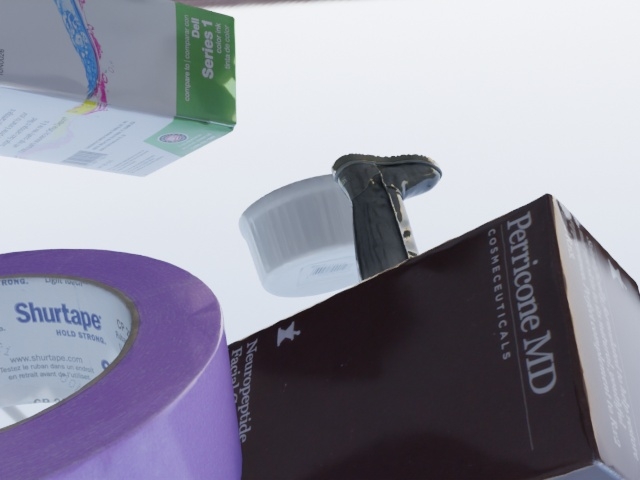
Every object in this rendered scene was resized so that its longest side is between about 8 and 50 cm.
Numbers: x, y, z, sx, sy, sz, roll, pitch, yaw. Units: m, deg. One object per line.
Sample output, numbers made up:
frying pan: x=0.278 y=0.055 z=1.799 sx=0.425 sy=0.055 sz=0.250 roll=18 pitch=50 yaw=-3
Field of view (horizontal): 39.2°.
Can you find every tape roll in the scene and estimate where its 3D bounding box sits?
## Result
tape roll: x=-0.180 y=0.095 z=0.455 sx=0.274 sy=0.090 sz=0.275 roll=-4 pitch=-158 yaw=2

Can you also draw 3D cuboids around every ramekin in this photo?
ramekin: x=0.000 y=0.000 z=1.622 sx=0.277 sy=0.277 sz=0.135 roll=-18 pitch=-110 yaw=9

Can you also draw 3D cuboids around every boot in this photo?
boot: x=0.112 y=-0.017 z=1.211 sx=0.189 sy=0.076 sz=0.209 roll=-3 pitch=-126 yaw=-26

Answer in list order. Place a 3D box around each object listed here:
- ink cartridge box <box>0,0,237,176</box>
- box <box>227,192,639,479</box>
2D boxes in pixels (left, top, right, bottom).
ink cartridge box: x=-0.244 y=-0.149 z=0.815 sx=0.201 sy=0.278 sz=0.117 roll=-15 pitch=-108 yaw=53
box: x=0.039 y=0.146 z=0.630 sx=0.381 sy=0.143 sz=0.191 roll=-27 pitch=-138 yaw=29
